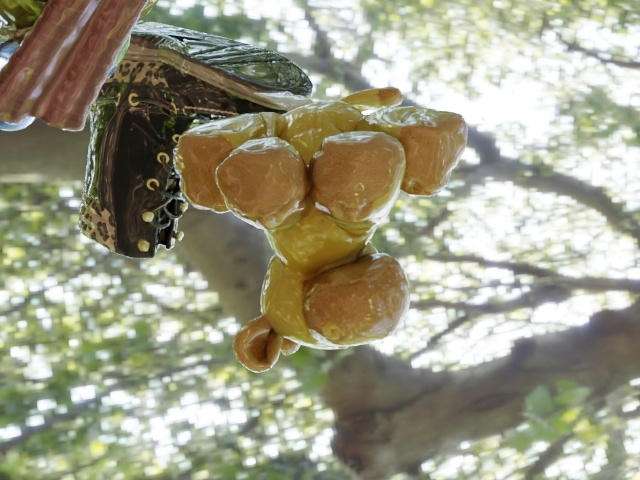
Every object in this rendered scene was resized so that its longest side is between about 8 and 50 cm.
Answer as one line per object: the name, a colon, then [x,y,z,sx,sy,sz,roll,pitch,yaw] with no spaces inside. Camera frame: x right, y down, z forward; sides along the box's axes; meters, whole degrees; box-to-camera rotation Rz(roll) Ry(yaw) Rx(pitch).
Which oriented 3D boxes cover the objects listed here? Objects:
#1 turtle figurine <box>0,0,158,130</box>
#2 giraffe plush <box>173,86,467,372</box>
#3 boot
turtle figurine: [-0.098,-0.206,0.664,0.198,0.266,0.275,37,-112,12]
giraffe plush: [0.000,0.000,1.017,0.210,0.181,0.170,-123,-153,-72]
boot: [-0.105,-0.069,1.205,0.236,0.085,0.178,21,-68,39]
